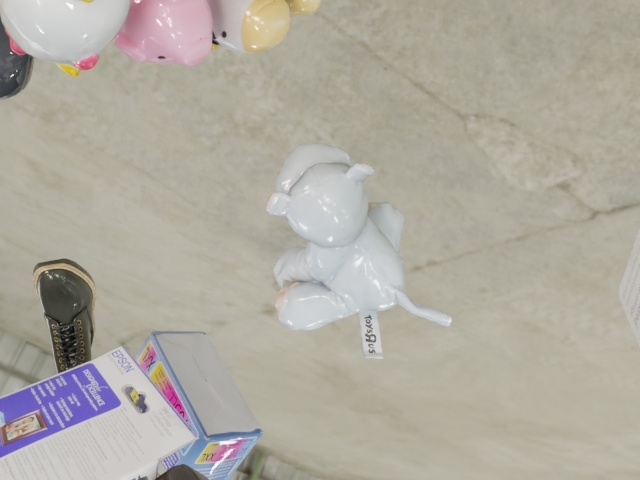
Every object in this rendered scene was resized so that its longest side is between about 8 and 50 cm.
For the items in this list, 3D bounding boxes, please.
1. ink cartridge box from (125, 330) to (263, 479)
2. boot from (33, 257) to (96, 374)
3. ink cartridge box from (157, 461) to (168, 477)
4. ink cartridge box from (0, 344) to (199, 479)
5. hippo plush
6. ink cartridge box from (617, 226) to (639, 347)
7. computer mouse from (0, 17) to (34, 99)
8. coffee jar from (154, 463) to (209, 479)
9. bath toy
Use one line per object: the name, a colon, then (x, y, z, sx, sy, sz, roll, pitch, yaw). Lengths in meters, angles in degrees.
ink cartridge box: (-0.315, 0.409, 1.428, 0.151, 0.270, 0.395, 9, 123, -45)
boot: (-0.332, 0.130, 0.977, 0.077, 0.137, 0.198, -10, 142, -8)
ink cartridge box: (-0.211, 0.482, 0.949, 0.072, 0.307, 0.303, -4, 141, 6)
ink cartridge box: (-0.268, 0.218, 0.800, 0.206, 0.208, 0.045, 34, 137, 45)
hippo plush: (0.000, 0.000, 1.032, 0.234, 0.294, 0.236, -27, 126, 9)
ink cartridge box: (0.328, 0.095, 0.482, 0.119, 0.353, 0.207, -3, 133, 1)
computer mouse: (-0.394, -0.284, 0.792, 0.184, 0.262, 0.060, -4, -160, -38)
coffee jar: (-0.177, 0.314, 0.724, 0.079, 0.184, 0.096, 46, -178, -37)
bath toy: (-0.132, -0.219, 0.648, 0.129, 0.348, 0.151, -30, 93, 41)
